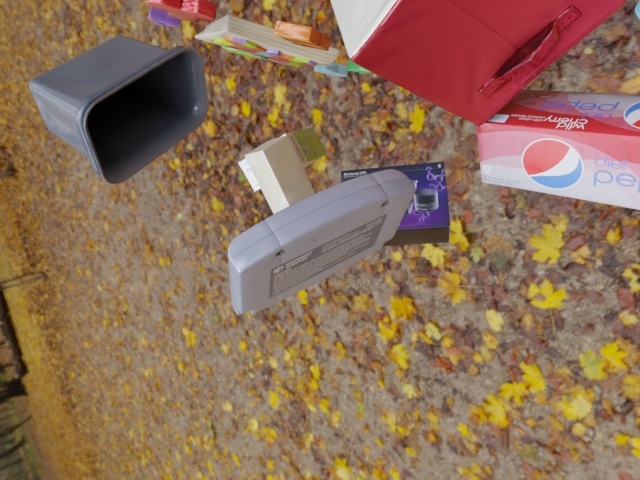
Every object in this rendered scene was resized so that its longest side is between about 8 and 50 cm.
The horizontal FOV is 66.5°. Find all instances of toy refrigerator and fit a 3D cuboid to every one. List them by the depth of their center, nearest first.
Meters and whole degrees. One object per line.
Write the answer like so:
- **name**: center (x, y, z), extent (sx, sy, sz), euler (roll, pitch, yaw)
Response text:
- **toy refrigerator**: center (-0.093, -0.138, 1.337), extent (0.094, 0.102, 0.269), euler (-2, 121, 48)

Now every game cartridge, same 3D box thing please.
- **game cartridge**: center (0.000, 0.000, 0.730), extent (0.060, 0.294, 0.196), euler (57, 157, 19)

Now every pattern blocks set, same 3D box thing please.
- **pattern blocks set**: center (-0.080, -0.284, 0.711), extent (0.285, 0.324, 0.026), euler (-138, 58, -68)

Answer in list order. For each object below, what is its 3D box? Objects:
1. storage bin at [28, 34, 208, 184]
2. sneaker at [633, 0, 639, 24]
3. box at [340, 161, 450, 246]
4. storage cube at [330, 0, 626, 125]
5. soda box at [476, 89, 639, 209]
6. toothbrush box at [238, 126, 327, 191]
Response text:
- **storage bin**: center (-0.183, -0.125, 0.448), extent (0.091, 0.135, 0.098), euler (28, 144, 19)
- **sneaker**: center (0.639, -0.460, 0.821), extent (0.104, 0.262, 0.125), euler (32, 159, -2)
- **box**: center (0.186, -0.088, 1.236), extent (0.103, 0.261, 0.184), euler (66, -158, -62)
- **storage cube**: center (0.135, -0.266, 0.488), extent (0.183, 0.193, 0.215), euler (-42, 49, 40)
- **soda box**: center (0.307, -0.097, 0.519), extent (0.263, 0.083, 0.092), euler (18, 142, 40)
- **toothbrush box**: center (-0.126, -0.295, 1.743), extent (0.206, 0.283, 0.122), euler (-26, 96, 23)
